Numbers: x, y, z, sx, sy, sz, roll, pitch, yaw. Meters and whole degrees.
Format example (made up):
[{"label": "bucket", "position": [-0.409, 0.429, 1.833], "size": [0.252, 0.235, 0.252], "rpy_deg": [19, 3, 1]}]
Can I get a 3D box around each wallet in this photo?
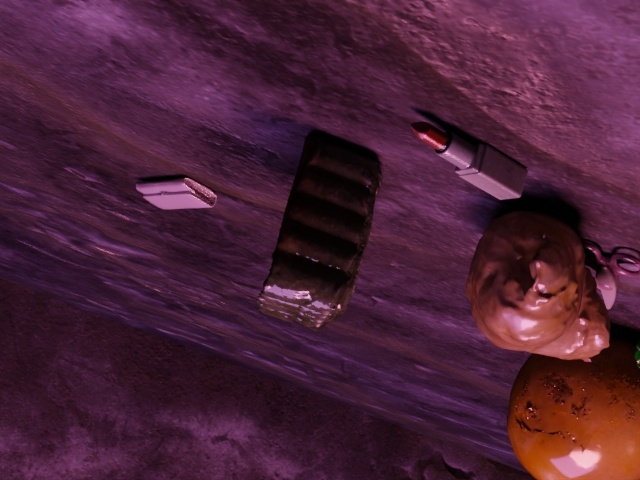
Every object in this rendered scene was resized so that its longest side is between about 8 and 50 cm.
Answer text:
[{"label": "wallet", "position": [-0.194, -0.063, 1.417], "size": [0.061, 0.025, 0.122], "rpy_deg": [36, 158, -34]}]

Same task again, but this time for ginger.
[{"label": "ginger", "position": [0.223, 0.050, 1.116], "size": [0.152, 0.138, 0.267], "rpy_deg": [6, 166, 26]}]

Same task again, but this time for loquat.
[{"label": "loquat", "position": [0.372, 0.236, 1.456], "size": [0.235, 0.235, 0.235], "rpy_deg": [17, 166, 4]}]

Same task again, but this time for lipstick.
[{"label": "lipstick", "position": [0.131, -0.076, 0.961], "size": [0.129, 0.030, 0.030], "rpy_deg": [26, 164, -30]}]

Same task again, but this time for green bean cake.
[{"label": "green bean cake", "position": [0.000, 0.000, 1.117], "size": [0.094, 0.173, 0.181], "rpy_deg": [17, 165, -2]}]

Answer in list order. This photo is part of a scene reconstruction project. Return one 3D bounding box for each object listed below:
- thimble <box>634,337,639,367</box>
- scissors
[{"label": "thimble", "position": [0.428, 0.136, 1.206], "size": [0.130, 0.090, 0.118], "rpy_deg": [38, 156, 53]}, {"label": "scissors", "position": [0.323, 0.043, 1.193], "size": [0.085, 0.022, 0.176], "rpy_deg": [16, 163, 22]}]
